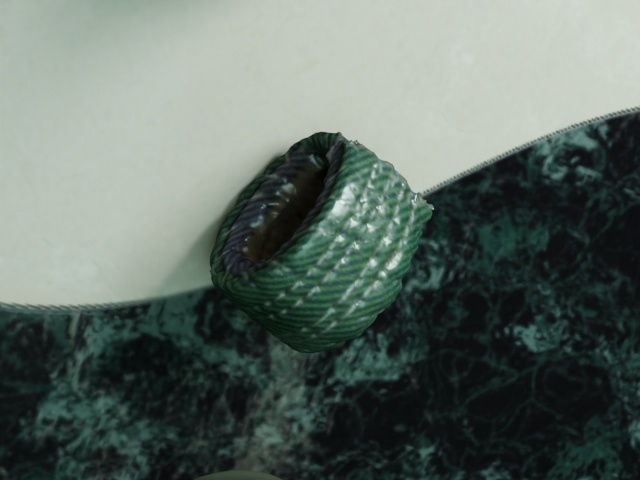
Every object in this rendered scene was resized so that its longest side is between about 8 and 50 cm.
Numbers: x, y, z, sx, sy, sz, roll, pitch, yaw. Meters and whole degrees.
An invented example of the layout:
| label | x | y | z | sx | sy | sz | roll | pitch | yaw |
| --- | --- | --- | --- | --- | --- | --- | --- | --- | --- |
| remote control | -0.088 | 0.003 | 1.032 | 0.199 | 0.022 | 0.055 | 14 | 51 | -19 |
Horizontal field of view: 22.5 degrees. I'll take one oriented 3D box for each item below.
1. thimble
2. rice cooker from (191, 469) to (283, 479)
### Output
| label | x | y | z | sx | sy | sz | roll | pitch | yaw |
| --- | --- | --- | --- | --- | --- | --- | --- | --- | --- |
| thimble | -0.002 | 0.001 | 1.077 | 0.090 | 0.118 | 0.135 | 41 | 75 | -29 |
| rice cooker | -0.011 | 0.353 | 1.072 | 0.325 | 0.335 | 0.335 | 35 | 94 | -25 |
